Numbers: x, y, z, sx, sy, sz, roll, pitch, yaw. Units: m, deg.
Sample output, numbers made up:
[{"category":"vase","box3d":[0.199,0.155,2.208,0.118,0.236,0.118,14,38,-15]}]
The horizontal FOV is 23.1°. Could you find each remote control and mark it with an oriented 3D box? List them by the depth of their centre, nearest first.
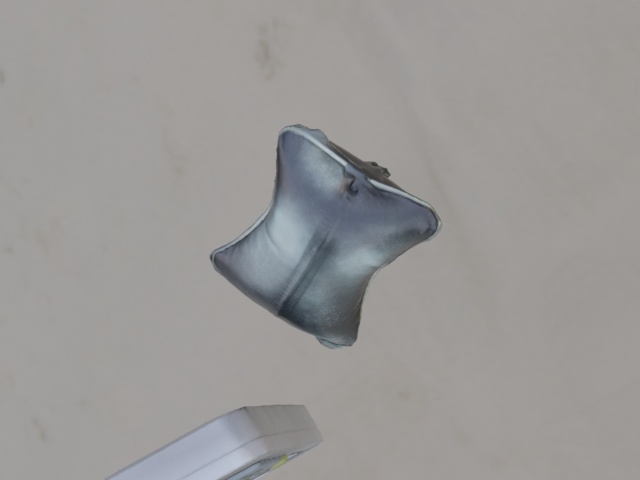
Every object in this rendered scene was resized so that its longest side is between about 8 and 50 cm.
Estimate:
[{"category":"remote control","box3d":[-0.060,0.127,0.879,0.103,0.250,0.034,-29,82,2]}]

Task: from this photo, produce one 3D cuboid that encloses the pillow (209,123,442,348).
[{"category":"pillow","box3d":[-0.001,0.002,0.832,0.135,0.091,0.055,125,151,-43]}]
